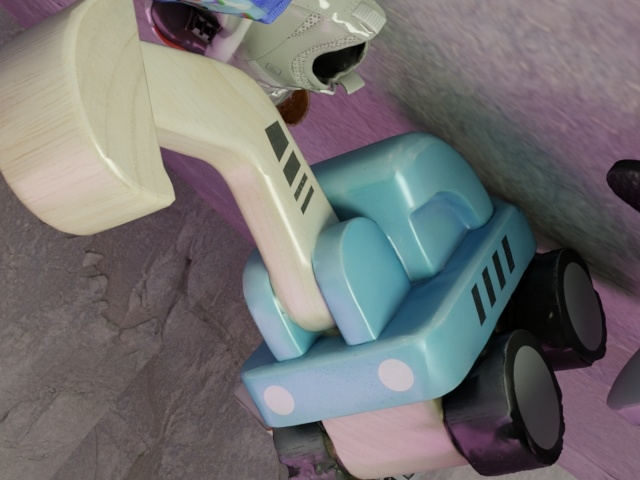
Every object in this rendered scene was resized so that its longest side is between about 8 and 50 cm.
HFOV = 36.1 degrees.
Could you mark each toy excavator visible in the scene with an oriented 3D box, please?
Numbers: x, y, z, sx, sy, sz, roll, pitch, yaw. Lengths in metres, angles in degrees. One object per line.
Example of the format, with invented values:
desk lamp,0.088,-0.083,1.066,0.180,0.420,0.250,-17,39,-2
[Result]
toy excavator,0.000,0.000,0.748,0.222,0.433,0.445,-18,106,34

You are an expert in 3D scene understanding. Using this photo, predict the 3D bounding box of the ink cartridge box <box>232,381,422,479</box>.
ink cartridge box,0.104,0.156,1.177,0.272,0.309,0.130,42,173,-26

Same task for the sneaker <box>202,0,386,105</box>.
sneaker,-0.021,-0.142,0.756,0.115,0.105,0.281,40,173,-1

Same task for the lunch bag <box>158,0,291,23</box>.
lunch bag,-0.153,-0.207,0.539,0.293,0.138,0.221,26,-174,20

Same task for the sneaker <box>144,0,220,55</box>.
sneaker,-0.125,-0.224,1.072,0.065,0.061,0.158,-2,148,37

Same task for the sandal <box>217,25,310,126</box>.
sandal,-0.049,-0.145,0.967,0.079,0.088,0.240,44,169,11

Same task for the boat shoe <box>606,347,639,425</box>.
boat shoe,0.304,0.108,0.696,0.102,0.108,0.301,41,166,2

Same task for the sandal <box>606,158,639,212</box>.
sandal,0.226,-0.016,0.576,0.179,0.040,0.067,26,-170,-42
